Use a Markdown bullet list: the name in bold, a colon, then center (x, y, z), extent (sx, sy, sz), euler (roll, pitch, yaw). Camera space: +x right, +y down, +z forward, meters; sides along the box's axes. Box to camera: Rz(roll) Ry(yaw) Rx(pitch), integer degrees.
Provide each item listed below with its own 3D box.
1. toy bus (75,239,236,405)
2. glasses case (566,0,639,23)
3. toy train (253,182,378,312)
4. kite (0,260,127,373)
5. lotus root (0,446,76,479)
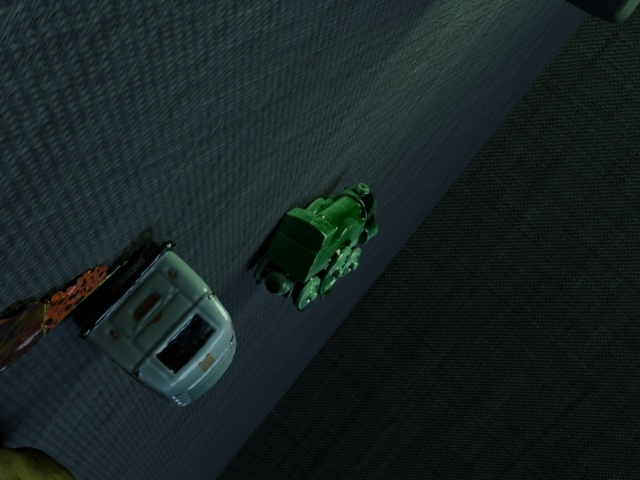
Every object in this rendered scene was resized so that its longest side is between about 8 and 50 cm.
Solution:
- **toy bus**: center (-0.107, 0.068, 0.902), extent (0.087, 0.089, 0.194), euler (-47, 174, -11)
- **glasses case**: center (0.188, -0.234, 0.915), extent (0.074, 0.131, 0.323), euler (-55, 173, 5)
- **toy train**: center (0.000, 0.000, 1.297), extent (0.178, 0.071, 0.104), euler (-34, 153, -59)
- **kite**: center (-0.196, 0.077, 0.730), extent (0.125, 0.008, 0.222), euler (-51, 173, 20)
- **lotus root**: center (-0.219, 0.183, 0.818), extent (0.110, 0.097, 0.258), euler (-46, 169, -3)
